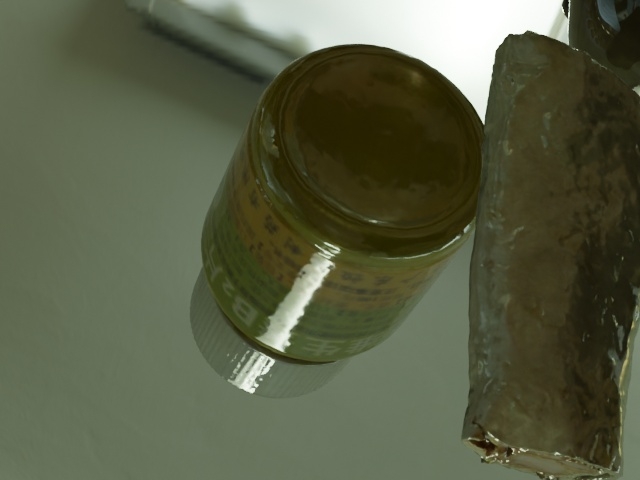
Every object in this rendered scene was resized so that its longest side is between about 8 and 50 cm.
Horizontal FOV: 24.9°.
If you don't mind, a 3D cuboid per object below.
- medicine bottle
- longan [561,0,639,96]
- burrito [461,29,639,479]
[{"bbox_3d":[0.000,0.000,1.399,0.224,0.384,0.224,7,-118,-14],"label":"medicine bottle"},{"bbox_3d":[0.373,-0.272,1.520,0.243,0.300,0.300,36,-110,-33],"label":"longan"},{"bbox_3d":[0.169,0.015,1.011,0.143,0.105,0.299,15,-103,-38],"label":"burrito"}]
